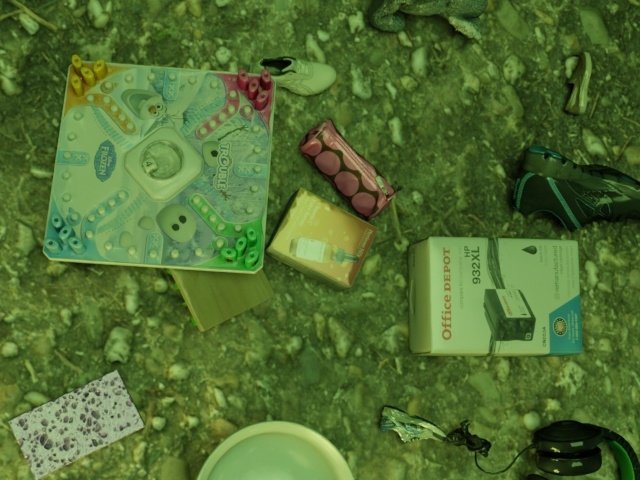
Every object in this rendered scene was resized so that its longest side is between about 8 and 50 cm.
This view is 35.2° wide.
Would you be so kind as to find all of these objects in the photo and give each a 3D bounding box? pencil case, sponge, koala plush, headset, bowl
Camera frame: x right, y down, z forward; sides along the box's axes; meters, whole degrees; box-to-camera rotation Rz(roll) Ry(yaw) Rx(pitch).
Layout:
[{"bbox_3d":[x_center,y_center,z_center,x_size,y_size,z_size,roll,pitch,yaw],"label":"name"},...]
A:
[{"bbox_3d":[0.055,-0.140,1.936,0.209,0.098,0.095,45,76,-3],"label":"pencil case"},{"bbox_3d":[-0.432,0.325,1.795,0.210,0.031,0.117,-25,88,-14],"label":"sponge"},{"bbox_3d":[0.242,-0.498,1.995,0.221,0.203,0.196,17,79,-22],"label":"koala plush"},{"bbox_3d":[0.437,0.449,1.940,0.394,0.185,0.244,25,81,-24],"label":"headset"},{"bbox_3d":[-0.090,0.470,1.798,0.297,0.134,0.298,2,82,-13],"label":"bowl"}]

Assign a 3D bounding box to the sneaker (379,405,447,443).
[{"bbox_3d":[0.174,0.362,1.921,0.135,0.052,0.058,22,88,-1],"label":"sneaker"}]

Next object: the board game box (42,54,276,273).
[{"bbox_3d":[-0.286,-0.145,1.827,0.389,0.050,0.390,4,72,-2],"label":"board game box"}]

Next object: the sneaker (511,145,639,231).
[{"bbox_3d":[0.544,-0.084,2.046,0.340,0.125,0.140,16,106,-13],"label":"sneaker"}]

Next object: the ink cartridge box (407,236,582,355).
[{"bbox_3d":[0.334,0.111,1.946,0.307,0.129,0.223,2,82,-12],"label":"ink cartridge box"}]

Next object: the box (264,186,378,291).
[{"bbox_3d":[0.000,0.000,1.907,0.170,0.091,0.130,27,77,-7],"label":"box"}]

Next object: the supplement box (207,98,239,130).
[{"bbox_3d":[-0.161,-0.207,1.919,0.083,0.056,0.083,40,76,-4],"label":"supplement box"}]

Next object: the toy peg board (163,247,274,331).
[{"bbox_3d":[-0.199,0.070,1.871,0.160,0.079,0.161,-26,88,-30],"label":"toy peg board"}]

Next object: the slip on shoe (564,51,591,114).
[{"bbox_3d":[0.534,-0.329,2.098,0.041,0.051,0.135,8,86,1],"label":"slip on shoe"}]

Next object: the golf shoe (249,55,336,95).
[{"bbox_3d":[-0.048,-0.322,1.947,0.176,0.086,0.069,-3,81,-15],"label":"golf shoe"}]
